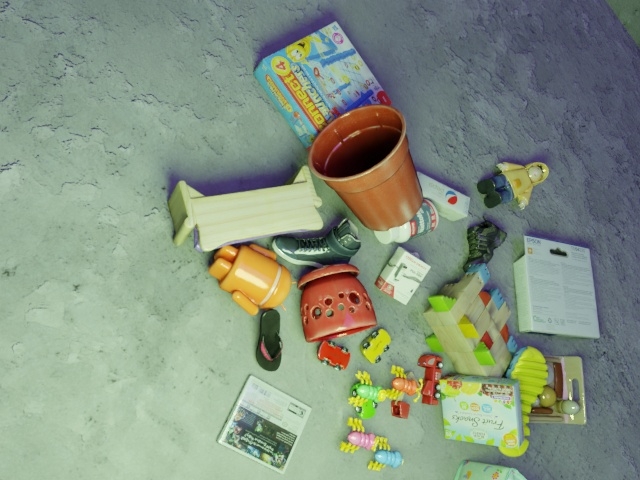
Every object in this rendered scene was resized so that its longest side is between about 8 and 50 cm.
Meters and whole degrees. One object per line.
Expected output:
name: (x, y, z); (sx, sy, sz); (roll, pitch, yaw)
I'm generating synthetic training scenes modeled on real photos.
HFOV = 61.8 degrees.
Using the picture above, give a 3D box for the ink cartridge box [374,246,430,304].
ink cartridge box: (0.237, 0.101, 1.544); (0.099, 0.056, 0.135); (30, 96, -17)

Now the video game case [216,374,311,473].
video game case: (-0.135, 0.455, 1.323); (0.190, 0.022, 0.173); (34, 65, -17)

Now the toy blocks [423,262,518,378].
toy blocks: (0.470, 0.250, 1.604); (0.261, 0.191, 0.381); (-42, 107, -37)

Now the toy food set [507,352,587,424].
toy food set: (0.724, 0.473, 1.709); (0.306, 0.092, 0.219); (10, 73, -25)

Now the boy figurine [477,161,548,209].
boy figurine: (0.680, -0.194, 1.856); (0.285, 0.092, 0.177); (-20, 84, -26)

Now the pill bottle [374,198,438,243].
pill bottle: (0.253, -0.053, 1.594); (0.180, 0.108, 0.107); (-20, 87, -29)

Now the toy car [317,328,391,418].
toy car: (0.098, 0.365, 1.441); (0.239, 0.053, 0.224); (-6, 83, -32)

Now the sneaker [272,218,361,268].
sneaker: (0.000, -0.001, 1.416); (0.226, 0.163, 0.086); (17, 42, -26)

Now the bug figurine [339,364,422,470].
bug figurine: (0.161, 0.463, 1.388); (0.216, 0.072, 0.278); (20, 79, -31)

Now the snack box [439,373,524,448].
snack box: (0.448, 0.471, 1.488); (0.070, 0.207, 0.174); (-8, 94, -55)

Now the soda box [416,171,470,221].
soda box: (0.364, -0.136, 1.689); (0.216, 0.074, 0.069); (23, 68, -20)

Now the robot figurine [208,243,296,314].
robot figurine: (-0.167, 0.094, 1.336); (0.220, 0.158, 0.128); (29, 104, -18)

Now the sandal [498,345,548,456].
sandal: (0.563, 0.460, 1.580); (0.126, 0.138, 0.317); (26, 82, -15)

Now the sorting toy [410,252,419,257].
sorting toy: (0.272, 0.066, 1.614); (0.083, 0.045, 0.075); (11, 60, -14)

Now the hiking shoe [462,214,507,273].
hiking shoe: (0.505, 0.016, 1.730); (0.114, 0.086, 0.227); (44, 56, 5)

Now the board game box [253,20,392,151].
board game box: (0.014, -0.448, 1.583); (0.302, 0.086, 0.308); (-39, 96, -29)

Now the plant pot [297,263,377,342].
plant pot: (0.035, 0.162, 1.391); (0.191, 0.191, 0.174); (-6, 71, -28)

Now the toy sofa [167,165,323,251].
toy sofa: (-0.185, -0.066, 1.351); (0.363, 0.150, 0.177); (-12, 80, -29)

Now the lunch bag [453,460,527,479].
lunch bag: (0.439, 0.742, 1.425); (0.160, 0.223, 0.262); (37, 66, -8)

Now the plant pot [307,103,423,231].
plant pot: (0.146, -0.179, 1.458); (0.265, 0.273, 0.272); (54, 55, -43)

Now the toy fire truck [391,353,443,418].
toy fire truck: (0.277, 0.413, 1.524); (0.135, 0.047, 0.191); (18, 70, -22)

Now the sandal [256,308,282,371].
sandal: (-0.122, 0.255, 1.322); (0.067, 0.040, 0.179); (-12, 118, -28)

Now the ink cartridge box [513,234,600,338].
ink cartridge box: (0.811, 0.165, 1.845); (0.324, 0.071, 0.329); (10, 70, -24)
